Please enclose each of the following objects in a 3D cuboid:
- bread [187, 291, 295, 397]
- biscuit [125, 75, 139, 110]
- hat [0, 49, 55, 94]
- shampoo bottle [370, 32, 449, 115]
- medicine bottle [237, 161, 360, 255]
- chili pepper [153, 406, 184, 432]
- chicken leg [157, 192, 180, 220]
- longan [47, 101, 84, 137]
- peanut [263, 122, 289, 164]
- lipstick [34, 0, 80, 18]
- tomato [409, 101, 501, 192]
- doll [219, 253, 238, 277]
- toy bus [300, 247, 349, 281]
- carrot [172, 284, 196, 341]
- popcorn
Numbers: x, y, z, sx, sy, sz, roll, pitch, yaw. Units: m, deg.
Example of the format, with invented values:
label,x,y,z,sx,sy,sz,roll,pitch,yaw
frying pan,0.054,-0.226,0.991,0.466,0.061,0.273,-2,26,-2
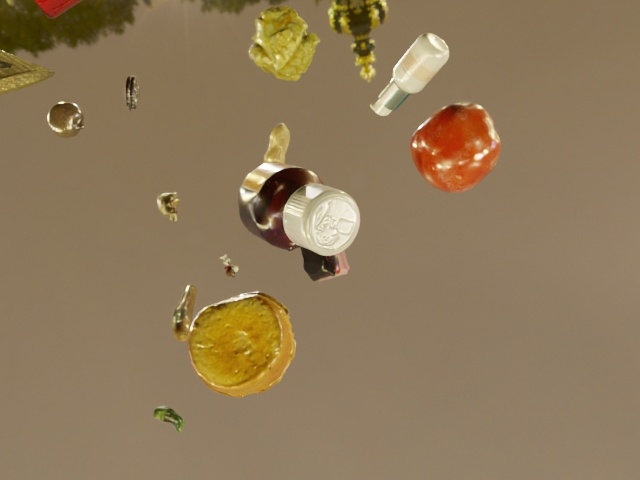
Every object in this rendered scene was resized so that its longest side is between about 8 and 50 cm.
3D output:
label,x,y,z,sx,sy,sz,roll,pitch,yaw
bread,-0.186,0.245,1.189,0.269,0.145,0.268,-2,-107,8
biscuit,-0.482,-0.376,1.291,0.027,0.088,0.087,-1,-176,-12
hat,-0.516,-0.281,0.809,0.146,0.067,0.146,-17,-164,5
shampoo bottle,0.179,-0.331,1.036,0.074,0.192,0.073,19,-132,-23
medicine bottle,-0.064,-0.074,1.378,0.243,0.242,0.395,-31,-150,-17
chili pepper,-0.356,0.418,1.187,0.091,0.030,0.034,23,-141,18
chicken leg,-0.542,-0.122,1.825,0.093,0.070,0.178,-49,-145,6
longan,-0.757,-0.359,1.506,0.114,0.092,0.113,-1,-105,2
peanut,-0.209,-0.437,2.435,0.101,0.262,0.117,12,-165,-20
lipstick,-0.302,-0.427,0.735,0.280,0.073,0.073,-34,-138,-2
tomato,0.335,-0.232,1.283,0.189,0.231,0.232,3,-150,-32
doll,-0.332,0.092,1.823,0.040,0.085,0.058,-29,-160,37
toy bus,0.000,0.000,1.866,0.128,0.147,0.302,-23,-107,35
carrot,-0.464,0.236,1.728,0.070,0.070,0.342,-17,-157,-2
popcorn,-0.127,-0.688,1.766,0.255,0.255,0.195,-9,-161,31
